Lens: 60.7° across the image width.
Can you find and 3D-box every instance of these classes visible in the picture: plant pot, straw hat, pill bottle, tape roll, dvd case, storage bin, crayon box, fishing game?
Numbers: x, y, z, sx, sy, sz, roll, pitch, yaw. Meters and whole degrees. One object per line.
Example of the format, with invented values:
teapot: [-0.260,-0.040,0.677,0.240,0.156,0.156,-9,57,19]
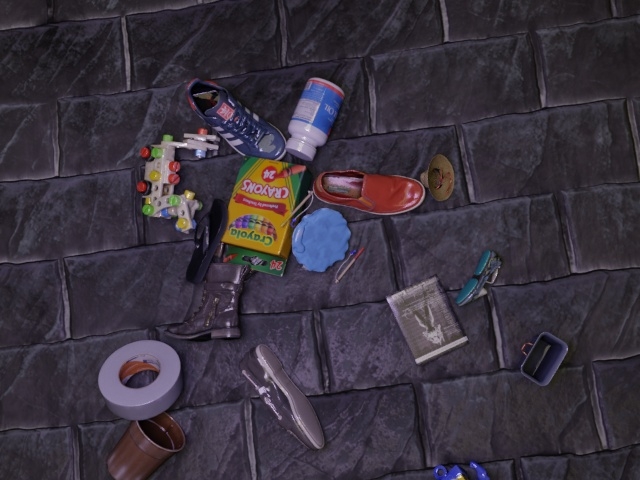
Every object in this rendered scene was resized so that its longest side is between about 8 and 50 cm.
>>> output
plant pot: [-0.494,0.579,1.523,0.167,0.167,0.165,41,96,7]
straw hat: [0.329,-0.181,1.604,0.061,0.144,0.145,3,81,45]
pill bottle: [-0.022,-0.354,1.616,0.124,0.124,0.222,22,86,5]
tape roll: [-0.495,0.384,1.518,0.219,0.072,0.219,1,40,-1]
dvd case: [0.309,0.229,1.585,0.164,0.018,0.221,-25,82,-1]
storage bin: [0.602,0.322,1.522,0.098,0.091,0.135,32,85,6]
crayon box: [-0.164,-0.074,1.582,0.202,0.081,0.319,12,81,18]
fishing game: [0.000,0.000,1.563,0.264,0.041,0.189,42,81,-28]

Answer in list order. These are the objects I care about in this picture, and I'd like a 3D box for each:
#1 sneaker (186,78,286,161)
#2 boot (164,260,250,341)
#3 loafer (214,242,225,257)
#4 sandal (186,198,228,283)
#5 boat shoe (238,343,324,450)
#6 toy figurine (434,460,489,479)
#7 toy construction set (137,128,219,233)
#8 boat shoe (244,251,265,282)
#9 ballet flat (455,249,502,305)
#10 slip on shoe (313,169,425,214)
sneaker: [-0.256,-0.354,1.616,0.350,0.148,0.131,33,86,6]
boot: [-0.326,0.174,1.589,0.262,0.091,0.229,-5,74,16]
loafer: [-0.304,-0.023,1.626,0.050,0.056,0.148,9,84,-2]
sandal: [-0.330,0.000,1.559,0.054,0.097,0.255,22,85,-37]
boat shoe: [-0.112,0.452,1.544,0.095,0.112,0.335,-38,77,16]
toy figurine: [0.375,0.728,1.491,0.362,0.191,0.217,-46,53,4]
toy construction set: [-0.421,-0.187,1.604,0.215,0.151,0.328,5,74,28]
boat shoe: [-0.205,0.074,1.618,0.049,0.042,0.133,44,89,4]
ballet flat: [0.462,0.119,1.570,0.070,0.070,0.188,32,89,6]
slip on shoe: [0.142,-0.146,1.596,0.331,0.101,0.123,7,82,2]
